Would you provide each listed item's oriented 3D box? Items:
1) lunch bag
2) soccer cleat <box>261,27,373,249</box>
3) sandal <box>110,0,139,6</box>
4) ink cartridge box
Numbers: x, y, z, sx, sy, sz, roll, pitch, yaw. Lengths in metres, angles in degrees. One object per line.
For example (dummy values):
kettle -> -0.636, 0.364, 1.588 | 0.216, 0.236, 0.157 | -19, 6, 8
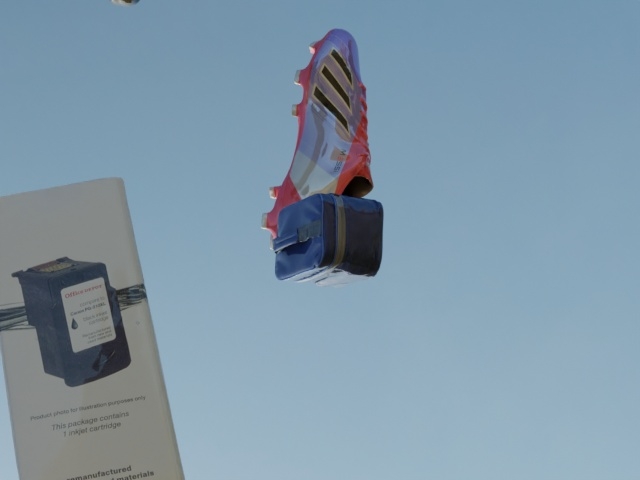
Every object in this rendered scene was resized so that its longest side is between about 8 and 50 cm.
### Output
lunch bag -> 0.000, 0.000, 1.143 | 0.065, 0.067, 0.098 | 10, -17, -27
soccer cleat -> 0.015, -0.090, 1.337 | 0.095, 0.248, 0.083 | 7, -28, 15
sandal -> -0.116, -0.295, 1.245 | 0.219, 0.060, 0.090 | -62, -14, -17
ink cartridge box -> -0.155, 0.103, 0.947 | 0.100, 0.237, 0.172 | -9, -34, -10
